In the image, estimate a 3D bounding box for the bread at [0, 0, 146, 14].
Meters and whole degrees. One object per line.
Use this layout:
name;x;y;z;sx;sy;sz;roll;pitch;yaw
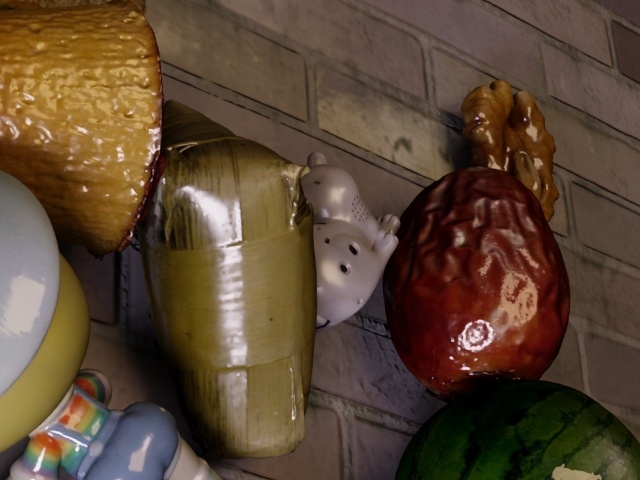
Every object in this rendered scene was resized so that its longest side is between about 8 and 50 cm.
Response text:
bread;-0.279;-0.248;1.481;0.234;0.110;0.184;-1;64;-48

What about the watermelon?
watermelon;0.186;0.242;1.547;0.242;0.242;0.242;25;50;-34

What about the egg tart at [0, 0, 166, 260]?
egg tart;-0.221;-0.094;1.383;0.171;0.215;0.215;3;63;-28

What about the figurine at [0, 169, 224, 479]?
figurine;-0.197;0.098;1.273;0.382;0.205;0.224;33;58;-29

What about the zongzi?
zongzi;-0.093;0.028;1.517;0.145;0.300;0.273;-7;106;-14

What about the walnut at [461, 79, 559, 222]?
walnut;0.203;-0.094;1.903;0.143;0.069;0.170;25;52;-35

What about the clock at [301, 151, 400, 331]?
clock;0.000;0.000;1.627;0.117;0.080;0.176;46;41;-16

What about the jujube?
jujube;0.150;0.043;1.674;0.183;0.183;0.243;28;43;-32
